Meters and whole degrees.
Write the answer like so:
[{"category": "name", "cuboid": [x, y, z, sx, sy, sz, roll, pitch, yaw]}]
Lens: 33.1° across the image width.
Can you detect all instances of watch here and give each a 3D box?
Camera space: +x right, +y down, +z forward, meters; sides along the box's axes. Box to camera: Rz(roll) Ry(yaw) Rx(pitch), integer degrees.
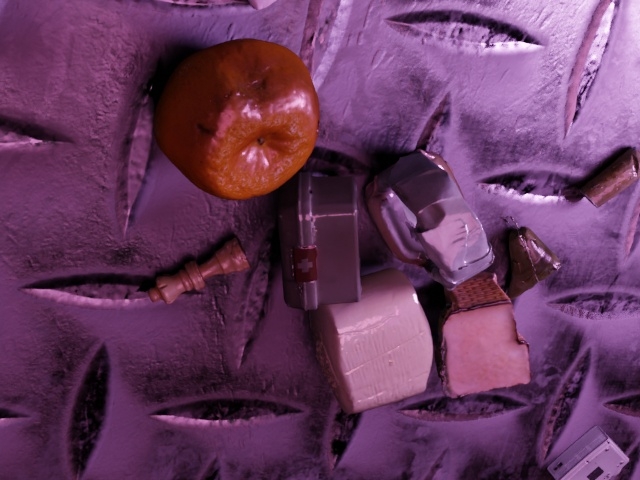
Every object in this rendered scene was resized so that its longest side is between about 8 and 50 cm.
[{"category": "watch", "cuboid": [0.193, -0.027, 1.757, 0.162, 0.241, 0.253, -35, 126, -3]}]

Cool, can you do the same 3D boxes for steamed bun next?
[{"category": "steamed bun", "cuboid": [0.085, 0.168, 1.881, 0.200, 0.155, 0.250, -20, 123, -15]}]

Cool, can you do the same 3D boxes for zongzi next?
[{"category": "zongzi", "cuboid": [0.350, 0.036, 1.982, 0.130, 0.062, 0.154, -39, 121, 17]}]

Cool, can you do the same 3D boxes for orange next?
[{"category": "orange", "cuboid": [-0.123, -0.191, 1.565, 0.249, 0.183, 0.249, -26, 140, -23]}]

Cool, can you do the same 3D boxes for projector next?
[{"category": "projector", "cuboid": [0.585, 0.489, 2.344, 0.147, 0.061, 0.115, -42, 128, 6]}]

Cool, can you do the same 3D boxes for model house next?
[{"category": "model house", "cuboid": [0.277, 0.159, 1.963, 0.167, 0.172, 0.182, -10, 114, -2]}]

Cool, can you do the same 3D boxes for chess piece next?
[{"category": "chess piece", "cuboid": [-0.200, 0.055, 1.755, 0.172, 0.060, 0.060, -25, 126, -4]}]

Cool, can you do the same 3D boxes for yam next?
[{"category": "yam", "cuboid": [0.538, -0.114, 1.969, 0.132, 0.054, 0.054, -38, 126, 3]}]

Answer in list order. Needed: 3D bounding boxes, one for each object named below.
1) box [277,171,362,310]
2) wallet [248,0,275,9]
[{"category": "box", "cuboid": [0.000, 0.000, 1.742, 0.129, 0.148, 0.210, -3, 122, 1]}, {"category": "wallet", "cuboid": [-0.097, -0.422, 1.526, 0.095, 0.033, 0.190, -34, 127, -4]}]
